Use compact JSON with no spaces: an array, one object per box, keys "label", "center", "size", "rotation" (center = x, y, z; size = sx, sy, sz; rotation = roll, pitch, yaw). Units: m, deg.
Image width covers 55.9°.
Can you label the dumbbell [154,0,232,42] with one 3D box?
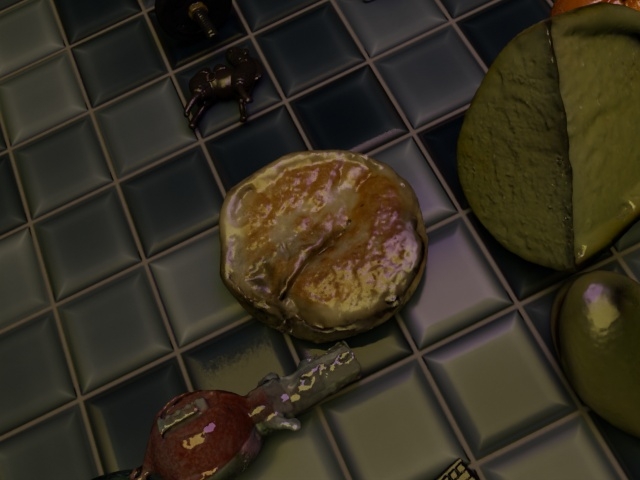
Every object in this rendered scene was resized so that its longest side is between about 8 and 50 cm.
[{"label":"dumbbell","center":[-0.263,-0.481,1.116],"size":[0.143,0.143,0.326],"rotation":[-30,69,-3]}]

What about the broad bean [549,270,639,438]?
[{"label":"broad bean","center":[0.420,0.154,0.791],"size":[0.263,0.121,0.189],"rotation":[41,84,18]}]

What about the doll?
[{"label":"doll","center":[-0.170,-0.282,1.077],"size":[0.138,0.057,0.165],"rotation":[-6,60,8]}]

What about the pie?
[{"label":"pie","center":[0.000,0.000,0.936],"size":[0.338,0.077,0.340],"rotation":[-4,68,11]}]

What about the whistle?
[{"label":"whistle","center":[-0.104,0.244,0.837],"size":[0.346,0.142,0.134],"rotation":[-28,93,-11]}]

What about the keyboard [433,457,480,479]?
[{"label":"keyboard","center":[0.123,0.404,0.797],"size":[0.250,0.017,0.087],"rotation":[-39,68,-7]}]

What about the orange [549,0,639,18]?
[{"label":"orange","center":[0.457,-0.349,0.950],"size":[0.193,0.161,0.194],"rotation":[-1,68,3]}]

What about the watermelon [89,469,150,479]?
[{"label":"watermelon","center":[-0.297,0.407,0.809],"size":[0.207,0.136,0.203],"rotation":[0,63,24]}]

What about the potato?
[{"label":"potato","center":[0.371,-0.160,0.885],"size":[0.279,0.212,0.331],"rotation":[-18,103,-23]}]
